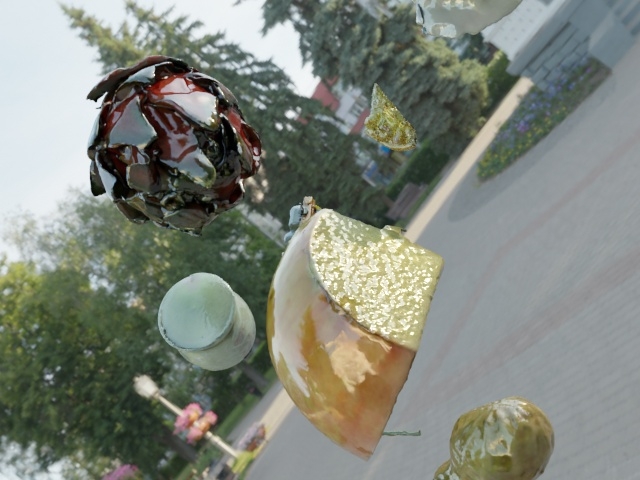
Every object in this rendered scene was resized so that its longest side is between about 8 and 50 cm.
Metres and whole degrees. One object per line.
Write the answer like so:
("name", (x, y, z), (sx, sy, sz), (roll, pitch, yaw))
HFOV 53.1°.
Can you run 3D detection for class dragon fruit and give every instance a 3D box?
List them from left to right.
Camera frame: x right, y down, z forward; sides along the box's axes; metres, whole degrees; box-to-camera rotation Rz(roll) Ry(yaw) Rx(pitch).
("dragon fruit", (-0.148, -0.091, 0.646), (0.182, 0.189, 0.182), (-11, -24, -5))

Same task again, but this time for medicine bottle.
("medicine bottle", (-0.200, 0.148, 1.145), (0.147, 0.147, 0.143), (-51, -26, -14))

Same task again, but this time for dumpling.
("dumpling", (0.139, -0.283, 0.627), (0.127, 0.188, 0.108), (-17, -29, 20))

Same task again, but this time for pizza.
("pizza", (0.088, -0.178, 0.935), (0.026, 0.109, 0.123), (-37, 33, -18))

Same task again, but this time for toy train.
("toy train", (0.000, 0.000, 1.302), (0.219, 0.127, 0.089), (78, -166, -48))

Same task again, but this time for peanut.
("peanut", (0.198, 0.265, 0.765), (0.095, 0.108, 0.226), (-21, -38, -36))

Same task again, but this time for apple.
("apple", (0.046, 0.145, 0.917), (0.252, 0.314, 0.309), (-6, -46, -30))

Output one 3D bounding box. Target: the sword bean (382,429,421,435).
("sword bean", (0.140, 0.340, 1.129), (0.083, 0.012, 0.012), (-12, 25, 36))
